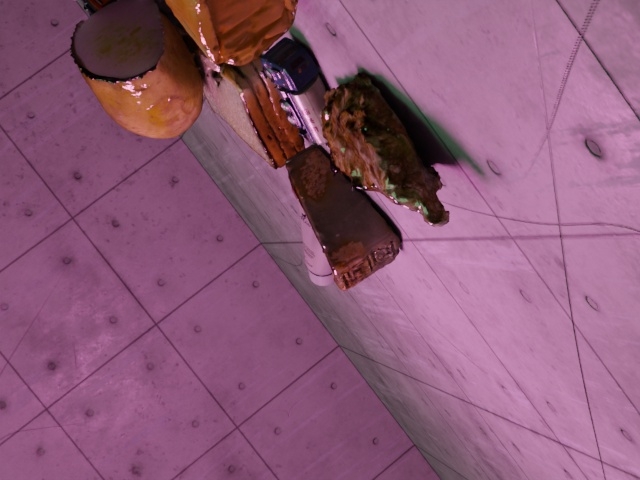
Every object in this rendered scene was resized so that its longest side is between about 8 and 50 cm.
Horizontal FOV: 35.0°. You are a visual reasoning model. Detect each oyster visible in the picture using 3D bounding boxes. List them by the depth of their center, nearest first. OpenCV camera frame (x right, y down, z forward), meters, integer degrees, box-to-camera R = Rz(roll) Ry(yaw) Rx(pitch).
[{"bbox_3d":[0.072,-0.146,1.529,0.204,0.111,0.396,59,173,-21],"label":"oyster"}]

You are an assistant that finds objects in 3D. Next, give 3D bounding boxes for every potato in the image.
[{"bbox_3d":[-0.345,-0.319,2.039,0.229,0.229,0.266,46,170,34],"label":"potato"}]

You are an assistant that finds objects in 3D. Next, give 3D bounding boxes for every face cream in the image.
[{"bbox_3d":[0.000,0.000,2.539,0.143,0.089,0.314,46,158,30],"label":"face cream"}]

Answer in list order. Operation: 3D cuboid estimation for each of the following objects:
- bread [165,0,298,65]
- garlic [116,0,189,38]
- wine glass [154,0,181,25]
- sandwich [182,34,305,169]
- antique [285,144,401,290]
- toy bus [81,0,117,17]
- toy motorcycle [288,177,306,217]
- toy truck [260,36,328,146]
[{"bbox_3d":[-0.136,-0.372,1.443,0.133,0.179,0.250,52,172,29],"label":"bread"},{"bbox_3d":[-0.331,-0.422,2.191,0.203,0.185,0.281,10,139,52],"label":"garlic"},{"bbox_3d":[-0.298,-0.501,1.997,0.093,0.093,0.202,51,169,9],"label":"wine glass"},{"bbox_3d":[-0.164,-0.309,2.072,0.273,0.095,0.249,45,167,41],"label":"sandwich"},{"bbox_3d":[0.026,-0.058,2.022,0.284,0.150,0.125,57,174,24],"label":"antique"},{"bbox_3d":[-0.494,-0.567,2.516,0.329,0.153,0.143,45,170,45],"label":"toy bus"},{"bbox_3d":[-0.006,-0.080,2.222,0.212,0.084,0.118,51,180,37],"label":"toy motorcycle"},{"bbox_3d":[-0.026,-0.243,1.718,0.088,0.074,0.201,36,163,44],"label":"toy truck"}]
